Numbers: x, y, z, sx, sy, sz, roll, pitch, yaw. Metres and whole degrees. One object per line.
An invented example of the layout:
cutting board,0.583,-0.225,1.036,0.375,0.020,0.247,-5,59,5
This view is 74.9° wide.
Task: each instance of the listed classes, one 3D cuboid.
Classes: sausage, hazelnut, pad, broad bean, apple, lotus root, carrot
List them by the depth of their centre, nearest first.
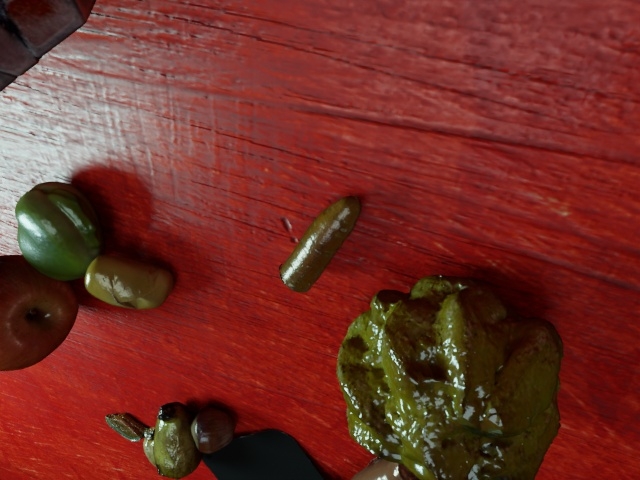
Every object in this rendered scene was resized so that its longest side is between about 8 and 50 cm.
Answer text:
carrot,0.000,0.000,0.467,0.048,0.048,0.139,32,127,-2
broad bean,-0.361,-0.009,0.587,0.125,0.082,0.174,32,139,-2
apple,-0.493,0.109,0.663,0.200,0.199,0.199,11,127,15
sausage,0.071,0.440,0.716,0.078,0.078,0.304,36,121,-5
hazelnut,-0.199,0.351,0.777,0.087,0.086,0.086,11,127,15
lotus root,-0.277,0.376,0.810,0.108,0.095,0.190,27,121,32
pad,-0.034,0.516,0.865,0.315,0.063,0.375,-25,105,26
lotus root,-0.342,0.452,0.910,0.073,0.062,0.150,-7,121,17

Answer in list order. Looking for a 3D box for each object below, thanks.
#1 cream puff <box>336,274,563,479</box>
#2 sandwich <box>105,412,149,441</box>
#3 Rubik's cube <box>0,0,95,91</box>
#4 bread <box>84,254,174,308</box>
cream puff,0.137,0.156,0.451,0.244,0.196,0.244,26,158,11
sandwich,-0.444,0.424,0.953,0.101,0.026,0.069,37,130,-5
Rubik's cube,-0.306,-0.247,0.269,0.319,0.319,0.264,54,152,-19
bread,-0.269,0.066,0.589,0.115,0.056,0.082,19,134,-29
